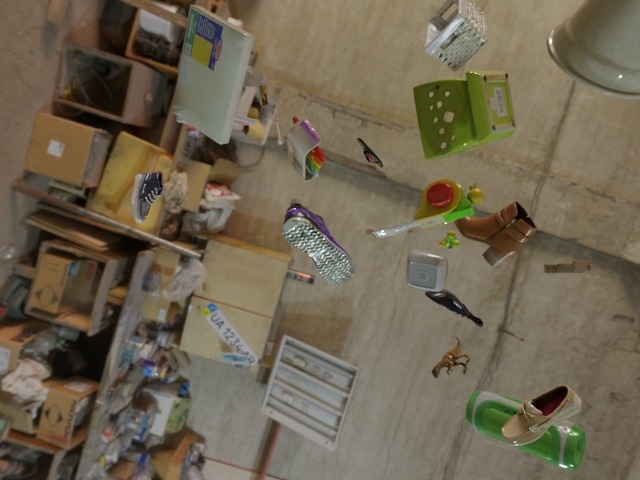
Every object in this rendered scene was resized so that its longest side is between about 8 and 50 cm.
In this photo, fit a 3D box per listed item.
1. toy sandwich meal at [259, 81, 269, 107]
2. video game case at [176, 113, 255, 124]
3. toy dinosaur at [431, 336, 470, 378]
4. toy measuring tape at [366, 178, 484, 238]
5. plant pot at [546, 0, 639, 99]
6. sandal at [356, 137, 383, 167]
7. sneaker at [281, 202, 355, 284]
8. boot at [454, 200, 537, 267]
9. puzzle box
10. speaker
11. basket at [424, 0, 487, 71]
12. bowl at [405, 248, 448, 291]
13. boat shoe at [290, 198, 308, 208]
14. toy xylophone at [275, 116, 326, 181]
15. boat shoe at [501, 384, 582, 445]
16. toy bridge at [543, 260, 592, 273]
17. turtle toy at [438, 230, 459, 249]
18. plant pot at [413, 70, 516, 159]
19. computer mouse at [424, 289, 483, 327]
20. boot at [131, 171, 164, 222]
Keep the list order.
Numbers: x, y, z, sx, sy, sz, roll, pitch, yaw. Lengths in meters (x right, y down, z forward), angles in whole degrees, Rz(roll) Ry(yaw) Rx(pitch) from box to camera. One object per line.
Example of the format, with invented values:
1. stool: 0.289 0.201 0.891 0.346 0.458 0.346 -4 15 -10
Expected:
1. toy sandwich meal: -0.190 -0.490 1.364 0.085 0.029 0.085 177 -90 -85
2. video game case: -0.466 -0.538 1.822 0.204 0.285 0.025 -15 107 -65
3. toy dinosaur: 0.474 0.407 1.433 0.212 0.112 0.064 -33 128 -33
4. toy measuring tape: 0.282 -0.094 1.131 0.121 0.330 0.121 37 45 -49
5. plant pot: 0.815 -0.587 1.010 0.305 0.334 0.333 103 4 -59
6. sandal: 0.213 -0.383 1.803 0.040 0.179 0.067 -48 -152 2
7. sneaker: 0.001 -0.001 1.168 0.102 0.293 0.146 -30 -145 15
8. boot: 0.634 -0.067 1.491 0.283 0.109 0.220 65 -35 33
9. puzzle box: -0.404 -0.599 1.491 0.052 0.272 0.408 -31 152 -52
10. speaker: 0.589 0.543 1.183 0.297 0.131 0.131 8 -104 46
11. basket: 0.333 -0.512 0.992 0.113 0.103 0.167 -38 -153 46
12. bowl: 0.355 0.107 1.375 0.053 0.142 0.142 -36 131 -54
13. boat shoe: -0.079 -0.103 1.607 0.226 0.076 0.083 -89 172 -59
14. toy xylophone: -0.080 -0.359 1.574 0.081 0.236 0.322 -33 177 -11
15. boat shoe: 0.429 0.341 0.806 0.170 0.059 0.063 -37 -159 5
16. toy bridge: 0.619 0.068 0.997 0.188 0.063 0.026 37 53 -80
17. turtle toy: 0.655 0.007 2.032 0.095 0.066 0.130 -50 -177 5
18. plant pot: 0.437 -0.378 1.202 0.207 0.227 0.228 -5 -79 51
19. computer mouse: 0.500 0.230 1.559 0.060 0.262 0.184 -59 -165 5
20. boot: -0.583 -0.152 1.377 0.069 0.086 0.189 72 10 -68
